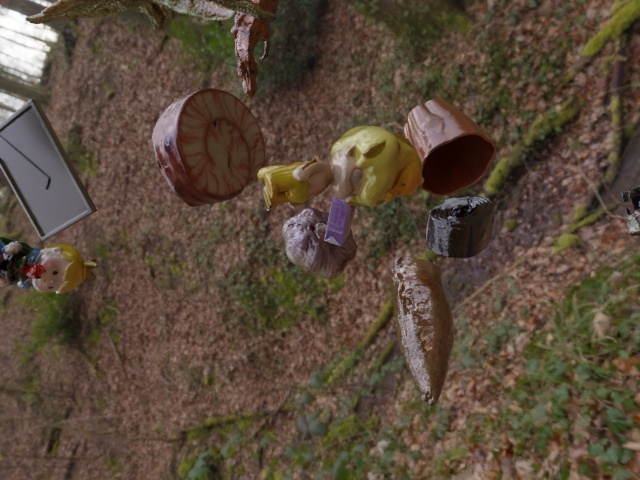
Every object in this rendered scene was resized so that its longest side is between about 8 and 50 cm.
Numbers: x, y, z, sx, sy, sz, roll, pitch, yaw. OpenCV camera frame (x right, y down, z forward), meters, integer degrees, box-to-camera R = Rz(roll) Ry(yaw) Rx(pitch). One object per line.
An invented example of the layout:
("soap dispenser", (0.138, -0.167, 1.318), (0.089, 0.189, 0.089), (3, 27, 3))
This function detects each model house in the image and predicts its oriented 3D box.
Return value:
("model house", (0.577, -0.054, 0.998), (0.057, 0.058, 0.083), (138, 126, -65))

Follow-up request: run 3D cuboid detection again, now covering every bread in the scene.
("bread", (-0.296, -0.253, 1.521), (0.328, 0.114, 0.294), (-40, -64, -48))

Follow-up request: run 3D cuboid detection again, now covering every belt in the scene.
("belt", (0.444, -0.036, 1.774), (0.289, 0.184, 0.163), (-32, -55, -50))

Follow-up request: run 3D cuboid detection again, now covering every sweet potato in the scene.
("sweet potato", (0.209, 0.171, 1.125), (0.336, 0.131, 0.131), (-92, 21, -51))

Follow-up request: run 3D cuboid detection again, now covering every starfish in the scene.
("starfish", (-0.266, -0.376, 0.896), (0.358, 0.348, 0.078), (-33, -50, -60))

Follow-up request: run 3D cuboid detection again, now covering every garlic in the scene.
("garlic", (0.000, 0.000, 1.132), (0.147, 0.159, 0.102), (-24, -27, -33))

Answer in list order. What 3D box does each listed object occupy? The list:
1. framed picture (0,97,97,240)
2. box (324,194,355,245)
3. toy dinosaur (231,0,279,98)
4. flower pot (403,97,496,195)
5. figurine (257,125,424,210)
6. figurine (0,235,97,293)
("framed picture", (-0.675, -0.160, 1.354), (0.211, 0.289, 0.020), (-23, 8, 28))
("box", (0.038, -0.051, 0.984), (0.050, 0.036, 0.117), (-55, -19, -52))
("toy dinosaur", (-0.121, -0.493, 1.102), (0.208, 0.097, 0.431), (-146, 66, -71))
("flower pot", (0.280, -0.224, 1.302), (0.190, 0.191, 0.173), (115, 146, -41))
("figurine", (0.036, -0.101, 0.834), (0.156, 0.247, 0.131), (111, 142, -59))
("figurine", (-0.621, 0.059, 1.247), (0.127, 0.234, 0.185), (-70, 18, -6))
